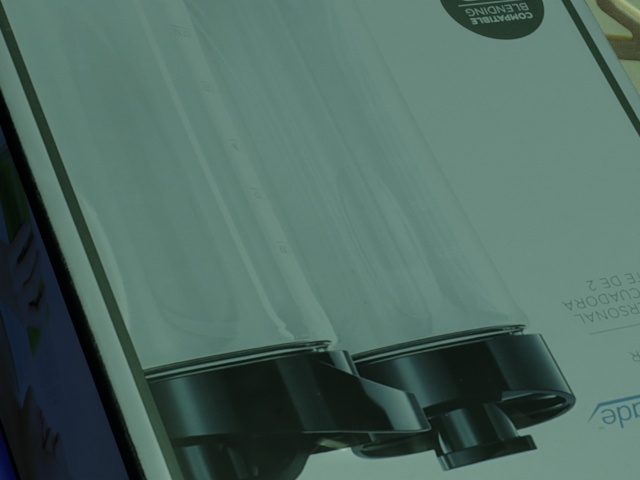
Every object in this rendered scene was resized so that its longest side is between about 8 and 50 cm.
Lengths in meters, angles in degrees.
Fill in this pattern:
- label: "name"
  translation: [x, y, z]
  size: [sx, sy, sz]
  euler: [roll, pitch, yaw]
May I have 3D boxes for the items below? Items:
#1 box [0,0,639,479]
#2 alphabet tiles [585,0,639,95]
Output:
- label: "box"
  translation: [0.000, 0.000, 0.491]
  size: [0.169, 0.087, 0.290]
  euler: [-8, 58, -25]
- label: "alphabet tiles"
  translation: [0.076, -0.029, 0.622]
  size: [0.278, 0.021, 0.284]
  euler: [20, 50, -13]
